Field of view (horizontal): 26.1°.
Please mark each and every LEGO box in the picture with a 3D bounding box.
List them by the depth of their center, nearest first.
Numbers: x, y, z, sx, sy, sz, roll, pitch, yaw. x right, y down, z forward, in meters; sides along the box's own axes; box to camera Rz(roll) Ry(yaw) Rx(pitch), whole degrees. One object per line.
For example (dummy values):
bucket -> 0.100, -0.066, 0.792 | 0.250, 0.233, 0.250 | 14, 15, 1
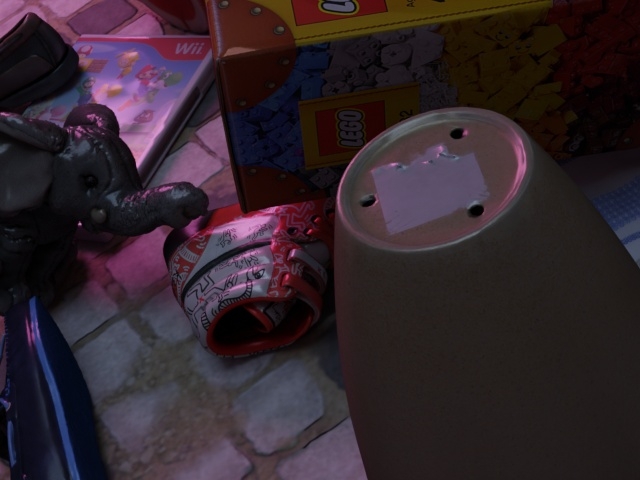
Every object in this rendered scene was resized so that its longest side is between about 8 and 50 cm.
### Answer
LEGO box -> 0.074, -0.297, 1.180 | 0.372, 0.193, 0.500 | -10, 54, -2

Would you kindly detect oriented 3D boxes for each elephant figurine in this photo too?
elephant figurine -> -0.233, -0.055, 1.249 | 0.239, 0.186, 0.169 | -41, 25, 28

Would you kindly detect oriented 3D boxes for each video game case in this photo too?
video game case -> -0.240, -0.117, 1.462 | 0.204, 0.025, 0.285 | 5, 50, 30

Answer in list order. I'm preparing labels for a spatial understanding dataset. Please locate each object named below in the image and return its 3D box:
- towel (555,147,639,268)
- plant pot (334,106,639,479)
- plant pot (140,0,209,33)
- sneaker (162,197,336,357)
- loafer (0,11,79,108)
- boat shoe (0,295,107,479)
towel -> 0.313, -0.043, 1.086 | 0.209, 0.034, 0.285 | -29, 34, -2
plant pot -> 0.113, 0.053, 0.935 | 0.256, 0.274, 0.256 | -13, 44, 13
plant pot -> -0.119, -0.379, 1.510 | 0.275, 0.275, 0.243 | 28, 73, 42
sneaker -> 0.000, 0.001, 1.182 | 0.270, 0.090, 0.145 | -28, 43, 3
loafer -> -0.400, -0.176, 1.535 | 0.267, 0.084, 0.096 | -22, 37, 15
boat shoe -> -0.243, 0.148, 1.139 | 0.089, 0.109, 0.258 | -27, 40, 4
